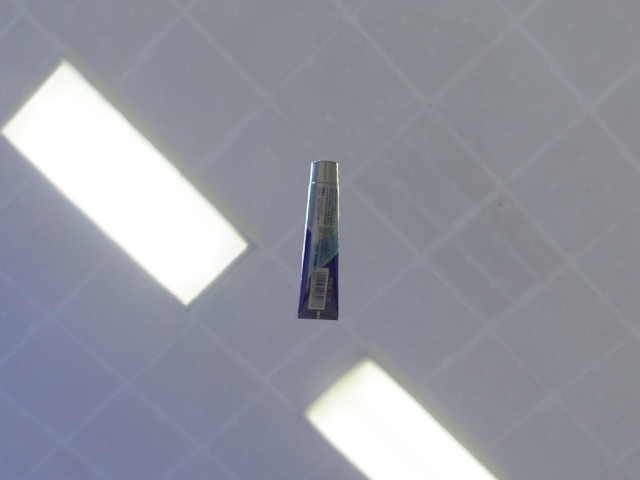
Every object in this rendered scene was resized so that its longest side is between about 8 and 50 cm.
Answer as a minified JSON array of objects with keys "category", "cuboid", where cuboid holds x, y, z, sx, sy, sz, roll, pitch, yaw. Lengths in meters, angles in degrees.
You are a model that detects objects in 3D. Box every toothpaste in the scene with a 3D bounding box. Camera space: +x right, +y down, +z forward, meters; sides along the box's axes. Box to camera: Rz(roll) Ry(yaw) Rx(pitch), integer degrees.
[{"category":"toothpaste","cuboid":[0.000,0.000,0.427,0.024,0.015,0.083,4,-96,-26]}]
